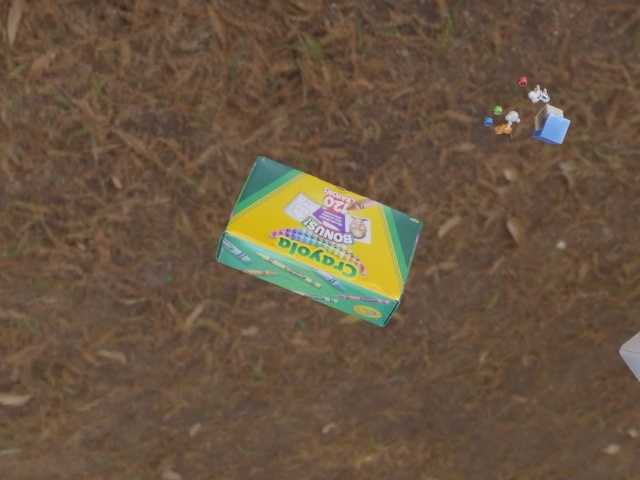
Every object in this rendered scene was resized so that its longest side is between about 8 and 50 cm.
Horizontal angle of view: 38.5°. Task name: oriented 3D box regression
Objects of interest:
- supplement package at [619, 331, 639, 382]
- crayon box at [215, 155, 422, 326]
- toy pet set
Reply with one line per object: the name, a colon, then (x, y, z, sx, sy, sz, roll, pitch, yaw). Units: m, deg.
supplement package: (0.300, 0.096, 0.342, 0.198, 0.263, 0.199, -36, -177, -7)
crayon box: (0.000, 0.000, 1.397, 0.278, 0.165, 0.081, 22, 142, -2)
toy pet set: (0.366, -0.205, 1.603, 0.114, 0.065, 0.122, 19, 139, -15)
